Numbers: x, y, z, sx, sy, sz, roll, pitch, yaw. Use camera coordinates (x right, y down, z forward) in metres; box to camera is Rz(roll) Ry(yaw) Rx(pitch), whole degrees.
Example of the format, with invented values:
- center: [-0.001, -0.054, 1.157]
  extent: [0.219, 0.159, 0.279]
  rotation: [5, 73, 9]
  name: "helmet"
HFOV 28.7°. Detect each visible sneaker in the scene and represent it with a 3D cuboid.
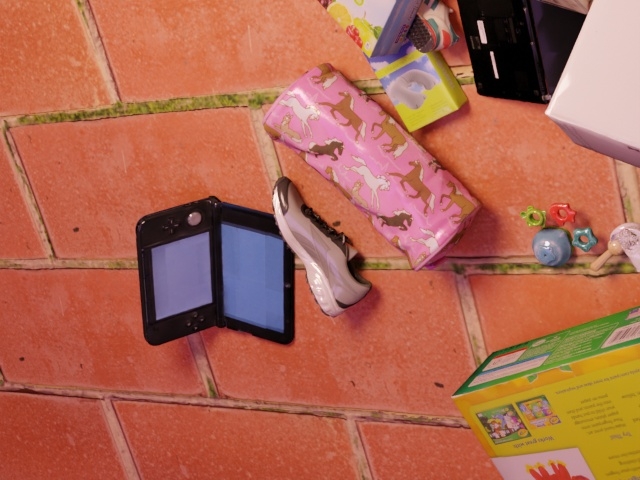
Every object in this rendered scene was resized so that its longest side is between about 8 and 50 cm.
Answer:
- center: [0.162, -0.362, 1.958]
  extent: [0.057, 0.075, 0.161]
  rotation: [-53, 54, 49]
  name: "sneaker"
- center: [0.000, 0.000, 2.267]
  extent: [0.108, 0.100, 0.271]
  rotation: [-28, 96, 17]
  name: "sneaker"

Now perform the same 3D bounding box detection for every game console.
- center: [-0.200, 0.082, 2.395]
  extent: [0.173, 0.250, 0.293]
  rotation: [38, 137, 47]
  name: "game console"

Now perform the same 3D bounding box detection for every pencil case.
- center: [0.088, -0.120, 2.082]
  extent: [0.386, 0.160, 0.167]
  rotation: [43, 173, 6]
  name: "pencil case"

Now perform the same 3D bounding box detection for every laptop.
- center: [0.340, -0.336, 1.877]
  extent: [0.264, 0.136, 0.234]
  rotation: [19, 129, 57]
  name: "laptop"

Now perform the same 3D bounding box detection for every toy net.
- center: [0.437, -0.010, 1.985]
  extent: [0.232, 0.045, 0.122]
  rotation: [0, 114, 33]
  name: "toy net"

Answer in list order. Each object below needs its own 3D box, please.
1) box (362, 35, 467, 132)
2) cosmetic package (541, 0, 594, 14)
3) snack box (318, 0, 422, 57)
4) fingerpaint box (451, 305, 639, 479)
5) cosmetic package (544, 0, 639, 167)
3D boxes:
- center: [0.147, -0.275, 2.025]
  extent: [0.109, 0.042, 0.178]
  rotation: [-24, 102, 41]
  name: "box"
- center: [0.328, -0.466, 1.645]
  extent: [0.153, 0.129, 0.296]
  rotation: [23, 97, 22]
  name: "cosmetic package"
- center: [0.071, -0.415, 1.934]
  extent: [0.207, 0.070, 0.174]
  rotation: [52, 136, 26]
  name: "snack box"
- center: [0.496, 0.318, 2.035]
  extent: [0.445, 0.163, 0.371]
  rotation: [-26, 99, 48]
  name: "fingerpaint box"
- center: [0.442, -0.289, 1.587]
  extent: [0.156, 0.217, 0.385]
  rotation: [25, 91, 22]
  name: "cosmetic package"
